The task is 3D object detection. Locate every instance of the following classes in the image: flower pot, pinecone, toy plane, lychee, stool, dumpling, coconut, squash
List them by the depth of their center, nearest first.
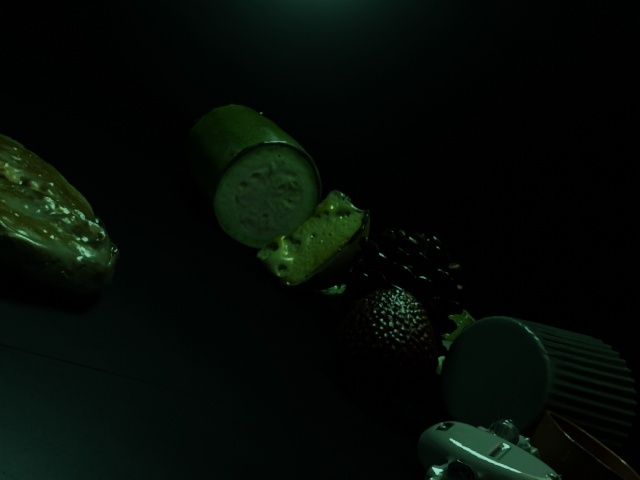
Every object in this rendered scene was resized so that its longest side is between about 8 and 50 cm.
[{"bbox_3d":[0.248,0.340,1.230,0.252,0.118,0.252,10,23,-4],"label":"toy plane"},{"bbox_3d":[0.384,0.392,1.369,0.190,0.173,0.190,36,6,-4],"label":"flower pot"},{"bbox_3d":[0.112,0.182,1.478,0.194,0.194,0.194,35,7,-5],"label":"lychee"},{"bbox_3d":[0.164,0.119,1.744,0.242,0.296,0.298,19,-19,2],"label":"pinecone"},{"bbox_3d":[0.435,0.303,1.774,0.330,0.297,0.297,22,14,-43],"label":"stool"},{"bbox_3d":[0.250,0.258,1.891,0.152,0.108,0.219,38,5,15],"label":"dumpling"},{"bbox_3d":[-0.013,0.086,1.958,0.133,0.055,0.158,-4,35,-38],"label":"coconut"},{"bbox_3d":[-0.172,-0.164,2.098,0.263,0.263,0.384,32,8,-28],"label":"squash"}]

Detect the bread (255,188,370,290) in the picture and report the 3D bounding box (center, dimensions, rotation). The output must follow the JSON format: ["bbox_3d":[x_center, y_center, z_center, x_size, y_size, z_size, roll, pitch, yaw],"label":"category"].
[{"bbox_3d":[0.001,0.029,1.877,0.174,0.251,0.133,39,-15,41],"label":"bread"}]

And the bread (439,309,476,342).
[{"bbox_3d":[0.406,0.265,2.581,0.111,0.114,0.129,39,8,-26],"label":"bread"}]

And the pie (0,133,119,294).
[{"bbox_3d":[-0.380,-0.044,1.060,0.339,0.077,0.339,36,10,-8],"label":"pie"}]

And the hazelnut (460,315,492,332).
[{"bbox_3d":[0.408,0.258,2.049,0.160,0.170,0.201,-5,1,35],"label":"hazelnut"}]
